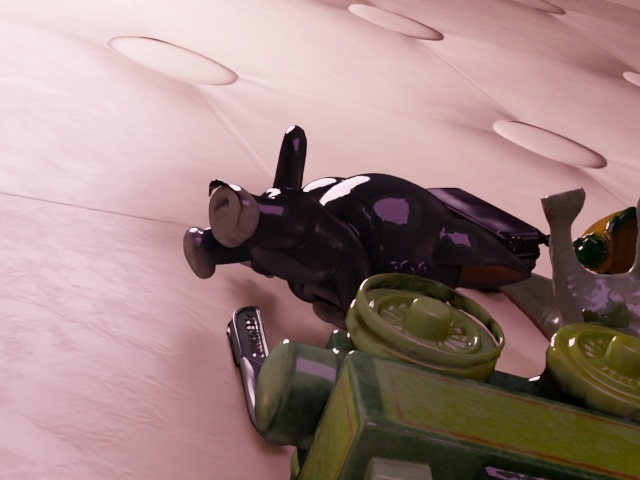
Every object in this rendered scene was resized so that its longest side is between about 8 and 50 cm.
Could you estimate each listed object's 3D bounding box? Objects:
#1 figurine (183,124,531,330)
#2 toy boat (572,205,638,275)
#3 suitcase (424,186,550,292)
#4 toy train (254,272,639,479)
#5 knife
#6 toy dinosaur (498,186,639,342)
[{"bbox_3d":[-0.001,-0.005,1.207,0.193,0.140,0.265,15,-15,43],"label":"figurine"},{"bbox_3d":[0.315,0.010,1.558,0.229,0.089,0.088,0,5,-29],"label":"toy boat"},{"bbox_3d":[0.135,-0.003,1.462,0.126,0.059,0.086,30,20,31],"label":"suitcase"},{"bbox_3d":[0.096,0.130,0.894,0.271,0.159,0.188,16,25,-12],"label":"toy train"},{"bbox_3d":[-0.042,0.085,1.101,0.028,0.015,0.210,10,18,-12],"label":"knife"},{"bbox_3d":[0.207,0.042,1.256,0.393,0.206,0.092,1,12,39],"label":"toy dinosaur"}]
